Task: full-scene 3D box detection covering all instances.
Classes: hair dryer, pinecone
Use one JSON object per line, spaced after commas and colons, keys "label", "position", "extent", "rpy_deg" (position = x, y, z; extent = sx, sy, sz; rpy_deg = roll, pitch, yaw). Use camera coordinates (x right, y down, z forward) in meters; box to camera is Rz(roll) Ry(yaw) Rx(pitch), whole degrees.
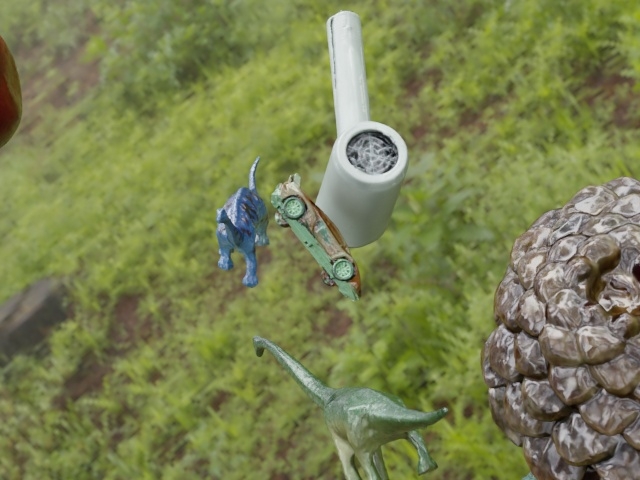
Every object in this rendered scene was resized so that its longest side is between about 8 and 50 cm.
{"label": "hair dryer", "position": [0.036, -0.126, 1.131], "extent": [0.131, 0.073, 0.236], "rpy_deg": [106, 165, -64]}
{"label": "pinecone", "position": [0.179, 0.069, 0.669], "extent": [0.179, 0.204, 0.184], "rpy_deg": [27, 63, 28]}

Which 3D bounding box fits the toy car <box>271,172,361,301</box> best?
{"label": "toy car", "position": [0.000, 0.000, 1.040], "extent": [0.035, 0.122, 0.059], "rpy_deg": [-40, 1, -13]}

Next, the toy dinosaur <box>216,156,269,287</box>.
{"label": "toy dinosaur", "position": [-0.122, -0.019, 1.809], "extent": [0.076, 0.144, 0.329], "rpy_deg": [2, 18, 8]}

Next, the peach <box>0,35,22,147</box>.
{"label": "peach", "position": [-0.446, -0.181, 1.339], "extent": [0.243, 0.243, 0.199], "rpy_deg": [-14, 41, 55]}

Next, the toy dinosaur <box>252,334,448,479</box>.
{"label": "toy dinosaur", "position": [0.038, 0.186, 1.571], "extent": [0.087, 0.300, 0.447], "rpy_deg": [-9, -21, -28]}

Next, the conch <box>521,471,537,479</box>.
{"label": "conch", "position": [0.268, 0.318, 1.221], "extent": [0.196, 0.202, 0.134], "rpy_deg": [-46, 54, 16]}
